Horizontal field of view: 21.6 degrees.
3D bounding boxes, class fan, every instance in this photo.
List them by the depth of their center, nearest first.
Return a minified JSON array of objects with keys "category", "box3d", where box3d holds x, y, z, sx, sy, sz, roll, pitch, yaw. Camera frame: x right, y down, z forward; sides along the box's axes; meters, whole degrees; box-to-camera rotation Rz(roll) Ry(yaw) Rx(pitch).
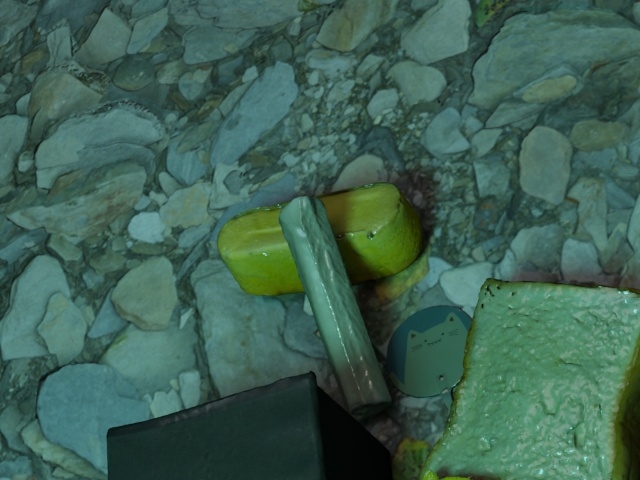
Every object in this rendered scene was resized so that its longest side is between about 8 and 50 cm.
[{"category":"fan","box3d":[0.131,0.146,1.839,0.113,0.005,0.175,-27,51,13]}]

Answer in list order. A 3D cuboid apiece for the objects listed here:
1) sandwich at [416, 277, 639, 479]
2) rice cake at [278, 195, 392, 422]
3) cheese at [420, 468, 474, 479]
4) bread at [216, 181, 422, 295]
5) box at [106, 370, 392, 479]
[{"category":"sandwich","box3d":[0.232,0.162,1.718,0.226,0.087,0.251,6,65,30]},{"category":"rice cake","box3d":[0.016,0.076,1.852,0.057,0.052,0.256,-28,78,43]},{"category":"cheese","box3d":[0.167,0.331,1.633,0.250,0.064,0.156,50,132,27]},{"category":"bread","box3d":[0.000,0.000,1.955,0.245,0.094,0.102,-11,47,23]},{"category":"box","box3d":[-0.059,0.348,1.692,0.251,0.204,0.345,-19,53,18]}]
